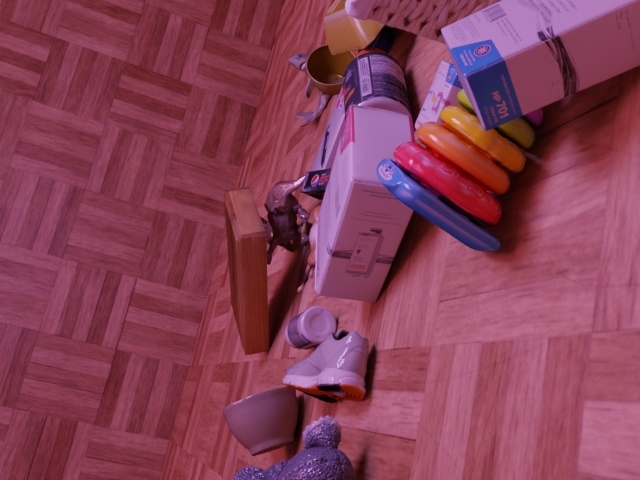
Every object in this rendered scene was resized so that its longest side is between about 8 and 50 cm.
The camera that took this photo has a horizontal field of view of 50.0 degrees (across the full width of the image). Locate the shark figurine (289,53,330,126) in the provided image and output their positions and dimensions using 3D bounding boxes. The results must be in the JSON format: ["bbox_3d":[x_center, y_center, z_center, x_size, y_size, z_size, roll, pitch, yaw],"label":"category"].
[{"bbox_3d":[-0.013,-0.466,2.010,0.278,0.166,0.116,84,161,-56],"label":"shark figurine"}]

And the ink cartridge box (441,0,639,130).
[{"bbox_3d":[0.245,-0.220,0.759,0.191,0.082,0.139,-21,36,13],"label":"ink cartridge box"}]

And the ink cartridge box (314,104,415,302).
[{"bbox_3d":[0.074,-0.059,1.207,0.283,0.117,0.207,106,169,-45],"label":"ink cartridge box"}]

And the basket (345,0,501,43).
[{"bbox_3d":[0.214,-0.495,0.991,0.328,0.266,0.331,123,157,-44],"label":"basket"}]

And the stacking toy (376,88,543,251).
[{"bbox_3d":[0.223,-0.153,0.881,0.302,0.166,0.175,-54,16,12],"label":"stacking toy"}]

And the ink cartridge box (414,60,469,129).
[{"bbox_3d":[0.208,-0.222,1.121,0.088,0.052,0.122,-112,40,-66],"label":"ink cartridge box"}]

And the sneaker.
[{"bbox_3d":[0.019,0.226,1.260,0.262,0.099,0.121,-22,45,60],"label":"sneaker"}]

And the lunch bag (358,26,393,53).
[{"bbox_3d":[0.124,-0.464,1.629,0.098,0.065,0.067,125,157,-46],"label":"lunch bag"}]

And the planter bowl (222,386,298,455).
[{"bbox_3d":[-0.114,0.386,1.446,0.162,0.162,0.109,-49,55,55],"label":"planter bowl"}]

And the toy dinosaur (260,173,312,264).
[{"bbox_3d":[-0.105,-0.070,1.811,0.200,0.127,0.295,-117,32,-52],"label":"toy dinosaur"}]

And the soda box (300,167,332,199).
[{"bbox_3d":[0.028,-0.128,1.548,0.169,0.060,0.053,1,74,56],"label":"soda box"}]

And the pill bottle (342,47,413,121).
[{"bbox_3d":[0.111,-0.293,1.385,0.245,0.130,0.130,-90,23,-48],"label":"pill bottle"}]

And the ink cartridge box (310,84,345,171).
[{"bbox_3d":[0.061,-0.240,1.632,0.239,0.060,0.275,-110,40,-67],"label":"ink cartridge box"}]

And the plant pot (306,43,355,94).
[{"bbox_3d":[0.032,-0.447,1.851,0.095,0.134,0.134,81,-162,-67],"label":"plant pot"}]

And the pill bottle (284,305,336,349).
[{"bbox_3d":[-0.025,0.187,1.445,0.137,0.078,0.078,142,142,-64],"label":"pill bottle"}]

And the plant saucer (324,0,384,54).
[{"bbox_3d":[0.128,-0.581,1.542,0.332,0.081,0.333,-55,17,3],"label":"plant saucer"}]

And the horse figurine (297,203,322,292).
[{"bbox_3d":[0.000,0.000,1.577,0.174,0.066,0.263,125,156,-52],"label":"horse figurine"}]

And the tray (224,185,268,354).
[{"bbox_3d":[-0.194,0.086,1.799,0.203,0.076,0.411,-114,21,-47],"label":"tray"}]

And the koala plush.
[{"bbox_3d":[-0.029,0.401,1.082,0.221,0.203,0.196,-48,28,32],"label":"koala plush"}]
